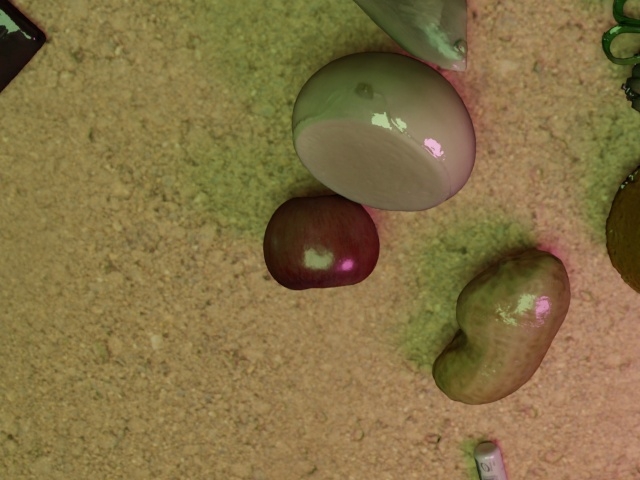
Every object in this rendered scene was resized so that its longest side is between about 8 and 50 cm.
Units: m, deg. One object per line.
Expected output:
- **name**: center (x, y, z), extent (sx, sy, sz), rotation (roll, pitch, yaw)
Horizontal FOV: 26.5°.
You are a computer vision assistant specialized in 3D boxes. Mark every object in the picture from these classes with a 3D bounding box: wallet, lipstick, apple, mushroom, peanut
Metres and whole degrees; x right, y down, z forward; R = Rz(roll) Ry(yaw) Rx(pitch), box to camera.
- **wallet**: center (-0.494, -0.248, 1.784), extent (0.182, 0.049, 0.229), rotation (41, 115, -12)
- **lipstick**: center (0.249, 0.353, 1.926), extent (0.040, 0.040, 0.141), rotation (-11, 112, 14)
- **apple**: center (0.000, 0.000, 1.752), extent (0.153, 0.153, 0.120), rotation (-6, 95, 12)
- **mushroom**: center (0.090, -0.298, 1.634), extent (0.247, 0.096, 0.108), rotation (36, 85, 2)
- **peanut**: center (0.235, 0.118, 1.783), extent (0.137, 0.122, 0.253), rotation (20, 120, 0)

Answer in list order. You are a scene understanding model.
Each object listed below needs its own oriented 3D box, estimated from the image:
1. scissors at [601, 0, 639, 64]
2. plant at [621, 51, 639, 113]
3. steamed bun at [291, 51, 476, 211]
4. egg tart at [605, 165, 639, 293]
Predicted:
- **scissors**: center (0.432, -0.244, 1.578), extent (0.204, 0.027, 0.101), rotation (11, 75, 30)
- **plant**: center (0.427, -0.178, 1.613), extent (0.092, 0.143, 0.094), rotation (-28, 128, -20)
- **steamed bun**: center (0.084, -0.145, 1.661), extent (0.231, 0.145, 0.232), rotation (18, 153, 9)
- **egg tart**: center (0.469, -0.004, 1.661), extent (0.215, 0.171, 0.215), rotation (-1, 105, -4)
